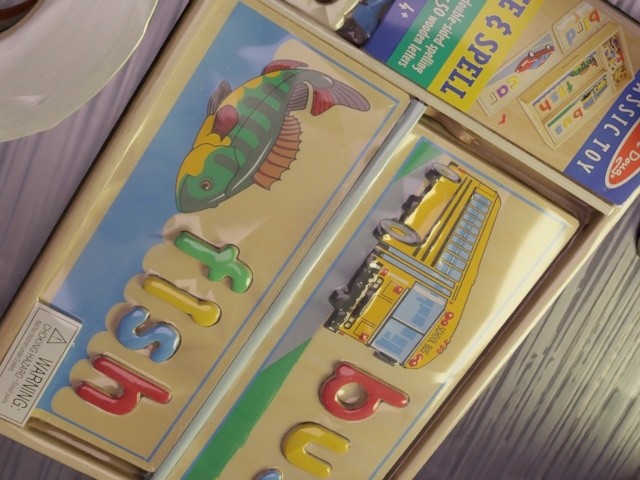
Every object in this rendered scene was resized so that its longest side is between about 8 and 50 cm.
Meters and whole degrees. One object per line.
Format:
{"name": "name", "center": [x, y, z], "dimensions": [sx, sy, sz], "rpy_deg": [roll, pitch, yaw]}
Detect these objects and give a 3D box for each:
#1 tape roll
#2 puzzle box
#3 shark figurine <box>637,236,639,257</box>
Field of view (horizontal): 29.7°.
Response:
{"name": "tape roll", "center": [-0.185, -0.162, 0.613], "dimensions": [0.219, 0.072, 0.219], "rpy_deg": [-1, 115, -2]}
{"name": "puzzle box", "center": [0.000, 0.000, 0.707], "dimensions": [0.272, 0.052, 0.409], "rpy_deg": [29, 110, -15]}
{"name": "shark figurine", "center": [0.245, 0.031, 0.711], "dimensions": [0.116, 0.166, 0.278], "rpy_deg": [-6, 119, 38]}
